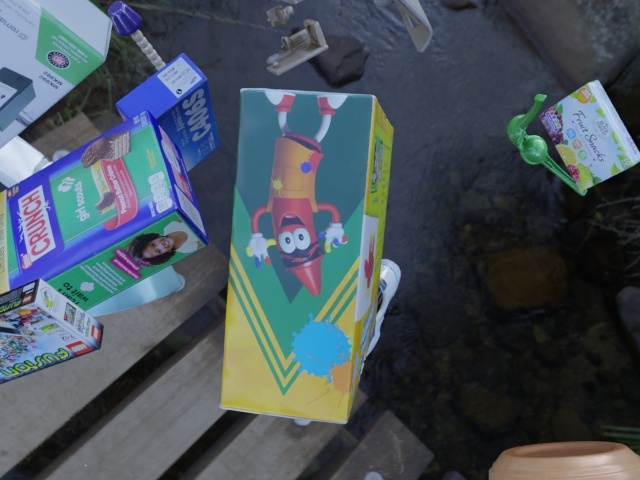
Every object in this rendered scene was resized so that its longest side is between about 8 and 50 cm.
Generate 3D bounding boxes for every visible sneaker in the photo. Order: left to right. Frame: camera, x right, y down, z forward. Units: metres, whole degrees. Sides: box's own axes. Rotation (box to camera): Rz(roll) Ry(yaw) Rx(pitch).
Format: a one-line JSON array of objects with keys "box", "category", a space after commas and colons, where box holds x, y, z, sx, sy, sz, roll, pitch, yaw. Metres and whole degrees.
[{"box": [0.076, 0.152, 1.330, 0.094, 0.258, 0.091, 28, 32, 17], "category": "sneaker"}]

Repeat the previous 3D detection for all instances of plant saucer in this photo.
[{"box": [0.321, 0.292, 0.886, 0.200, 0.200, 0.037, -2, 78, -20], "category": "plant saucer"}]

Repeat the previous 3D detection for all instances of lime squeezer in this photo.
[{"box": [0.416, -0.186, 1.265, 0.310, 0.110, 0.059, 43, 61, -46], "category": "lime squeezer"}]

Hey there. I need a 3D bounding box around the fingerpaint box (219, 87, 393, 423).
[{"box": [0.000, 0.000, 0.959, 0.163, 0.445, 0.371, 5, 97, 8], "category": "fingerpaint box"}]

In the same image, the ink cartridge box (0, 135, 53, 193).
[{"box": [-0.712, -0.106, 1.528, 0.307, 0.223, 0.129, 40, 33, -26], "category": "ink cartridge box"}]

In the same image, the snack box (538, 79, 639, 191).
[{"box": [0.418, -0.161, 1.047, 0.037, 0.100, 0.141, -22, 82, -39], "category": "snack box"}]

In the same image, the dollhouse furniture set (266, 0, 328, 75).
[{"box": [-0.091, -0.445, 1.380, 0.123, 0.144, 0.151, -32, 124, -12], "category": "dollhouse furniture set"}]

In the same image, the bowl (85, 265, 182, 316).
[{"box": [-0.530, 0.079, 1.750, 0.311, 0.311, 0.163, -16, 98, -23], "category": "bowl"}]

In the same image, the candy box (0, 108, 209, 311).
[{"box": [-0.376, -0.038, 1.135, 0.317, 0.122, 0.268, -29, 50, 4], "category": "candy box"}]

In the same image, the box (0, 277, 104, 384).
[{"box": [-0.379, 0.119, 0.804, 0.207, 0.114, 0.036, -21, 47, 16], "category": "box"}]

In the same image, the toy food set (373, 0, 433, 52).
[{"box": [0.119, -0.571, 1.495, 0.306, 0.092, 0.220, 27, 38, -42], "category": "toy food set"}]

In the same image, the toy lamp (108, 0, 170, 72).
[{"box": [-0.481, -0.537, 1.838, 0.080, 0.275, 0.080, -8, 64, 17], "category": "toy lamp"}]

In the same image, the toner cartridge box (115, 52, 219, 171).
[{"box": [-0.305, -0.236, 1.405, 0.165, 0.348, 0.075, -40, 83, -11], "category": "toner cartridge box"}]

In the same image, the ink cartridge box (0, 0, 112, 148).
[{"box": [-0.485, -0.277, 0.984, 0.211, 0.289, 0.122, 37, 32, -41], "category": "ink cartridge box"}]
